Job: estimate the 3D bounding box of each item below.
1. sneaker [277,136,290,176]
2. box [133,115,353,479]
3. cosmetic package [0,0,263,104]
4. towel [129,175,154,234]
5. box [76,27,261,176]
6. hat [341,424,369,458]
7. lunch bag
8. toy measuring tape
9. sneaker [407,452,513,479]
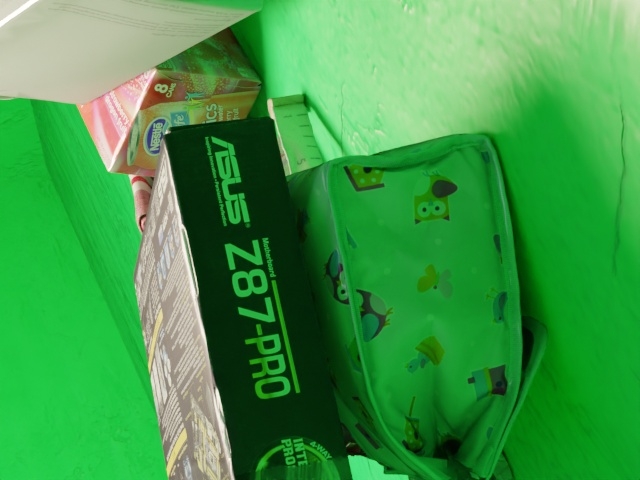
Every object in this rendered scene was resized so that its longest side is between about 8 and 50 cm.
[{"bbox_3d":[-0.088,-0.035,1.609,0.103,0.252,0.111,19,-121,-51],"label":"sneaker"},{"bbox_3d":[-0.076,0.117,1.221,0.395,0.097,0.318,120,141,-69],"label":"box"},{"bbox_3d":[-0.248,-0.258,1.506,0.385,0.217,0.156,-14,76,51],"label":"cosmetic package"},{"bbox_3d":[-0.199,-0.036,2.028,0.237,0.037,0.329,53,-173,-34],"label":"towel"},{"bbox_3d":[-0.205,-0.223,1.747,0.154,0.142,0.300,-59,43,32],"label":"box"},{"bbox_3d":[0.003,0.185,1.493,0.208,0.183,0.173,92,153,-54],"label":"hat"},{"bbox_3d":[0.064,0.061,1.163,0.223,0.160,0.262,168,89,-75],"label":"lunch bag"},{"bbox_3d":[0.000,0.000,1.449,0.121,0.121,0.330,86,169,-46],"label":"toy measuring tape"},{"bbox_3d":[0.109,0.185,1.332,0.115,0.090,0.232,110,148,-79],"label":"sneaker"}]
